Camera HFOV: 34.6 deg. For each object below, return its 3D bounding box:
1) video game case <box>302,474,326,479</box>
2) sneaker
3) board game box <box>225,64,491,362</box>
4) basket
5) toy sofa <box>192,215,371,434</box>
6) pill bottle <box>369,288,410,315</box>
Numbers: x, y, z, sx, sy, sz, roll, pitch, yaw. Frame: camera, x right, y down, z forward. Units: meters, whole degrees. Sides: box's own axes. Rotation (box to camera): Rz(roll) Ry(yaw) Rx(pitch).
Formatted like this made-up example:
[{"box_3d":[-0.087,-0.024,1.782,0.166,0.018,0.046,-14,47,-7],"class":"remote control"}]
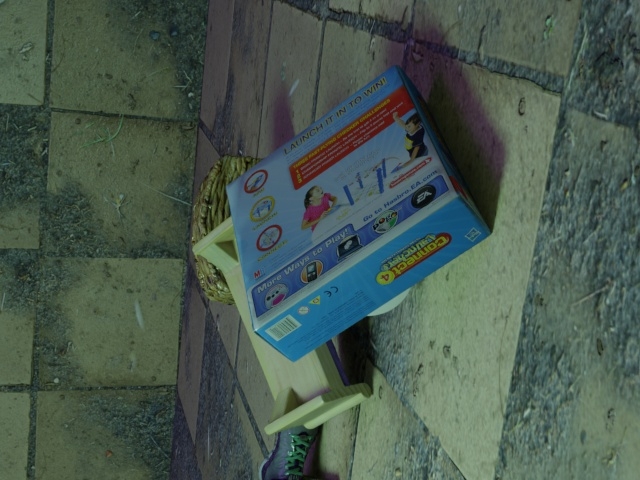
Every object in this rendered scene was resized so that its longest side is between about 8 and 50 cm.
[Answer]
[{"box_3d":[-0.015,0.571,1.865,0.248,0.035,0.274,150,121,-72],"class":"video game case"},{"box_3d":[-0.041,0.392,1.881,0.223,0.083,0.098,-68,28,27],"class":"sneaker"},{"box_3d":[0.034,-0.042,1.351,0.308,0.086,0.302,-34,39,15],"class":"board game box"},{"box_3d":[-0.172,-0.013,2.181,0.223,0.214,0.299,150,122,-71],"class":"basket"},{"box_3d":[-0.049,0.123,1.700,0.150,0.177,0.362,-36,69,37],"class":"toy sofa"},{"box_3d":[0.045,-0.009,1.515,0.272,0.152,0.152,-115,31,-58],"class":"pill bottle"}]
